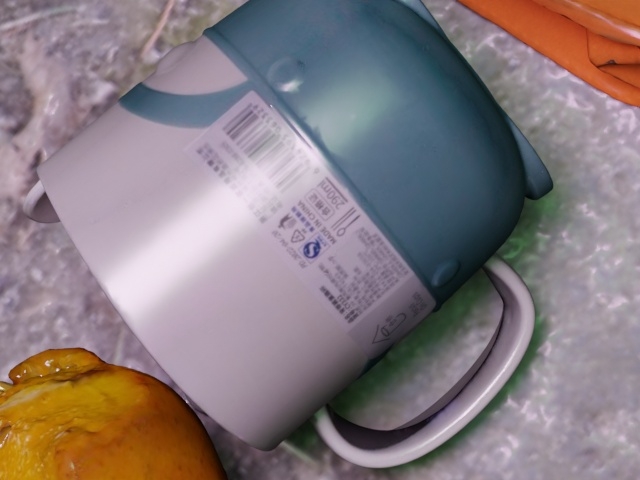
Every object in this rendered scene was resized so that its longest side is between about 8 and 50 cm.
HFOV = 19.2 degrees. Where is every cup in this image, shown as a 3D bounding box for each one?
[{"bbox_3d":[0.000,0.000,1.133,0.258,0.219,0.289,-40,105,-1],"label":"cup"}]

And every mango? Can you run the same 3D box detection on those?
[{"bbox_3d":[-0.136,0.244,1.084,0.199,0.201,0.350,-3,99,6],"label":"mango"}]

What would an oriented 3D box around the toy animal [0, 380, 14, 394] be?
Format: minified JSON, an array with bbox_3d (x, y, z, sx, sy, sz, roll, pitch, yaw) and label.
[{"bbox_3d":[-0.201,0.174,1.189,0.083,0.070,0.159,28,87,-11],"label":"toy animal"}]

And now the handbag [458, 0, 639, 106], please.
[{"bbox_3d":[0.221,-0.317,1.204,0.303,0.116,0.410,34,84,14],"label":"handbag"}]
